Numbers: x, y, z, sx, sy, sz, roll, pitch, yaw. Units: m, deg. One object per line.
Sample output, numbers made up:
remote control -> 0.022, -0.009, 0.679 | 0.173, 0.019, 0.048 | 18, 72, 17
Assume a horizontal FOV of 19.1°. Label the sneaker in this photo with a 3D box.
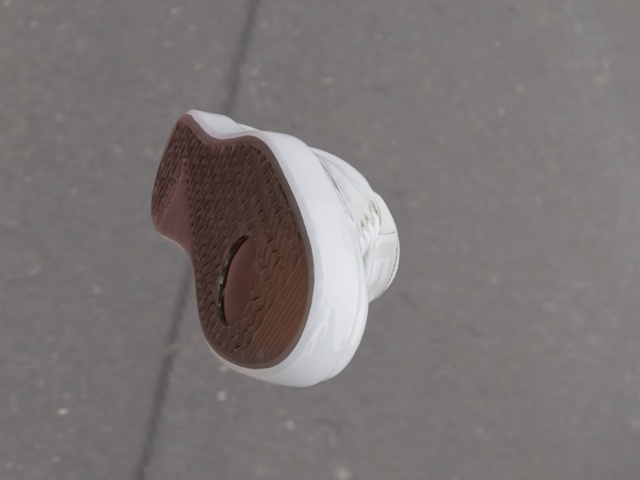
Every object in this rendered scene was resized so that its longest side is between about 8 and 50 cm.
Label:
sneaker -> 0.000, 0.000, 0.957 | 0.123, 0.290, 0.106 | 17, 104, -18
